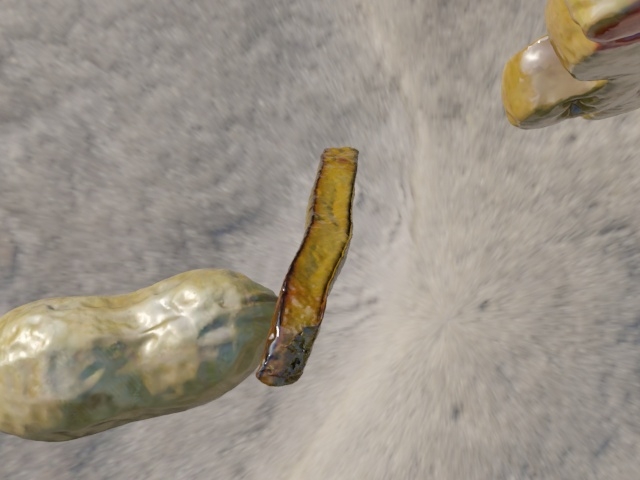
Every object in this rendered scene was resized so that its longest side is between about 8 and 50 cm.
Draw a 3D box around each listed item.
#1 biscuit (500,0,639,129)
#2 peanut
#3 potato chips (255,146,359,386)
[{"bbox_3d":[0.127,-0.077,0.519,0.166,0.225,0.036,-27,84,4],"label":"biscuit"},{"bbox_3d":[-0.102,0.057,0.918,0.174,0.080,0.080,-15,87,12],"label":"peanut"},{"bbox_3d":[0.000,0.000,0.849,0.026,0.204,0.037,19,120,-3],"label":"potato chips"}]
